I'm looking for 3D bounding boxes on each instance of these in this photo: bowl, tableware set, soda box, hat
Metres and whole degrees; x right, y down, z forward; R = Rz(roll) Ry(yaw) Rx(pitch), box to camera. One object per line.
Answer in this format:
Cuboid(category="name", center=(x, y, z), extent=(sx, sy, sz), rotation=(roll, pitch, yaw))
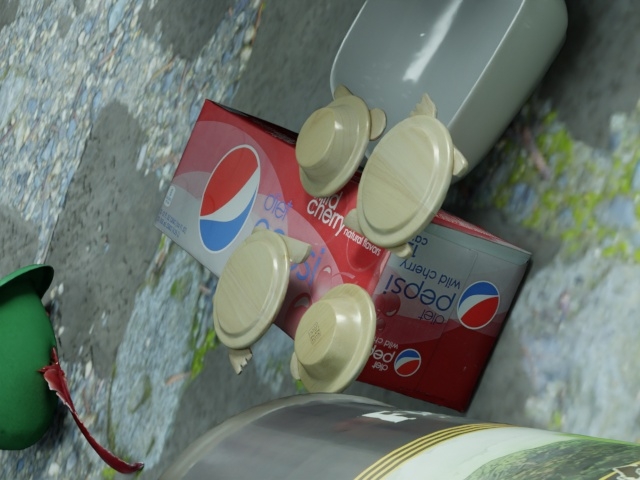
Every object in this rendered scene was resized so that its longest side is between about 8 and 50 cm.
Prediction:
Cuboid(category="bowl", center=(0.072, -0.104, 0.807), extent=(0.142, 0.053, 0.142), rotation=(-57, 34, 21))
Cuboid(category="tableware set", center=(0.005, 0.000, 0.726), extent=(0.169, 0.020, 0.141), rotation=(-63, 34, 9))
Cuboid(category="soda box", center=(0.000, 0.000, 0.834), extent=(0.263, 0.083, 0.092), rotation=(33, 101, 59))
Cuboid(category="hat", center=(-0.212, 0.140, 1.151), extent=(0.173, 0.183, 0.208), rotation=(-51, -6, 18))

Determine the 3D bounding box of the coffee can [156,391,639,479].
Cuboid(category="coffee can", center=(0.069, 0.164, 0.516), extent=(0.275, 0.201, 0.201), rotation=(-1, 73, 57))
